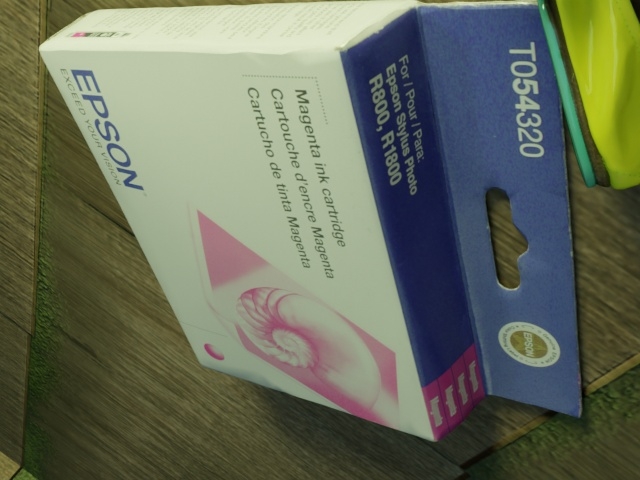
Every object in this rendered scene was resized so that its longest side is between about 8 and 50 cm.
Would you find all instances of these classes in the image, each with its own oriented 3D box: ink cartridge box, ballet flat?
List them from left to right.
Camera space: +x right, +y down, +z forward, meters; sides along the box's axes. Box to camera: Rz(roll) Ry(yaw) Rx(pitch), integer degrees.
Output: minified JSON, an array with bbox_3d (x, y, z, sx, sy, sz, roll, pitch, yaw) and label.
[{"bbox_3d":[0.000,0.000,0.532,0.330,0.071,0.324,10,134,33],"label":"ink cartridge box"},{"bbox_3d":[0.114,-0.123,0.319,0.077,0.077,0.231,-19,121,24],"label":"ballet flat"}]
